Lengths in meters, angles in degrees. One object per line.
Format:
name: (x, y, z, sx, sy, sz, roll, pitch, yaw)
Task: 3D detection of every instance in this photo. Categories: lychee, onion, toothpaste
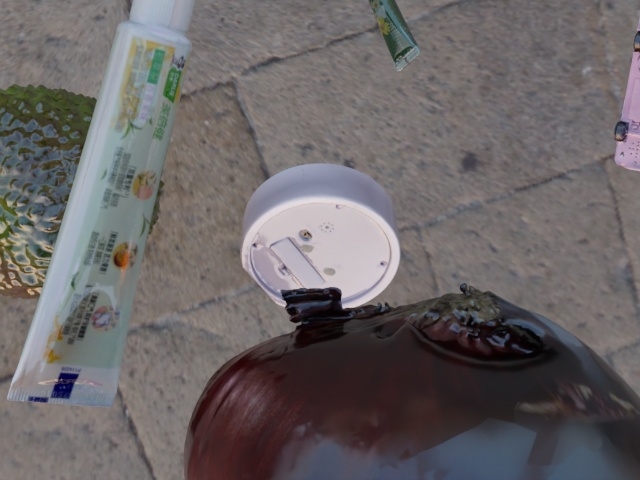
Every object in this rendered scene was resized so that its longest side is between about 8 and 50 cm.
lychee: (-0.340, -0.054, 1.197, 0.320, 0.270, 0.270, 10, 103, -44)
onion: (0.058, 0.165, 0.544, 0.273, 0.273, 0.285, 7, 85, -13)
toothpaste: (-0.139, -0.032, 0.693, 0.058, 0.056, 0.314, 18, 99, 9)
toothpaste: (0.088, -0.332, 1.422, 0.031, 0.204, 0.049, 1, 150, -44)

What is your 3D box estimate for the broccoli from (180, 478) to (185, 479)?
broccoli: (-0.069, 0.308, 0.717, 0.297, 0.297, 0.298, -5, 110, -12)

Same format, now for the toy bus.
toy bus: (0.418, -0.190, 1.268, 0.063, 0.090, 0.203, 15, 107, 29)

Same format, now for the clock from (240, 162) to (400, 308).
clock: (0.000, 0.000, 1.261, 0.196, 0.068, 0.197, 0, 132, 0)
